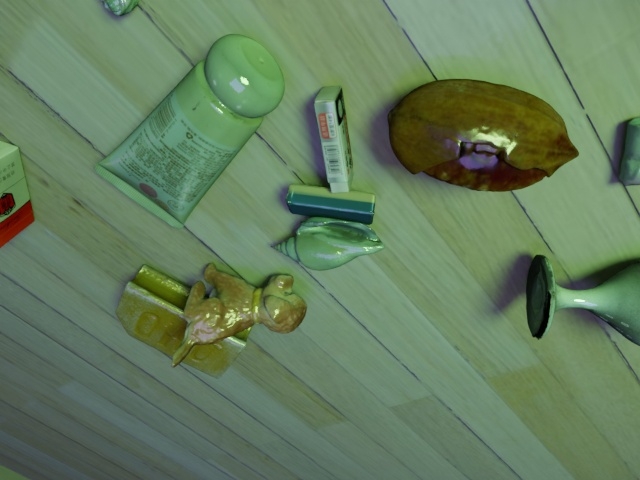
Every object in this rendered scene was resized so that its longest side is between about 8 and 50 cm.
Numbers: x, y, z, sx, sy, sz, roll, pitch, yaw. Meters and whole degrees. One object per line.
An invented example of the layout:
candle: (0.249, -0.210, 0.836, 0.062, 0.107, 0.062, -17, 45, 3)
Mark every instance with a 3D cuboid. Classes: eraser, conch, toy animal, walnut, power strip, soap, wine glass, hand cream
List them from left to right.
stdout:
soap: (-0.258, 0.157, 0.789, 0.232, 0.073, 0.140, 31, 123, -11)
hand cream: (-0.168, -0.124, 0.538, 0.147, 0.093, 0.306, 39, 127, -24)
toy animal: (-0.121, 0.134, 0.671, 0.185, 0.184, 0.104, 10, 136, 5)
conch: (0.003, -0.002, 0.612, 0.180, 0.065, 0.088, -6, 117, 23)
power strip: (0.013, -0.050, 0.576, 0.123, 0.032, 0.056, 8, 167, 6)
eraser: (0.019, -0.123, 0.520, 0.029, 0.052, 0.122, -1, 128, 15)
walnut: (0.174, -0.112, 0.459, 0.207, 0.116, 0.116, 10, 129, 4)
wine glass: (0.406, 0.082, 0.548, 0.241, 0.126, 0.126, 4, 128, 13)

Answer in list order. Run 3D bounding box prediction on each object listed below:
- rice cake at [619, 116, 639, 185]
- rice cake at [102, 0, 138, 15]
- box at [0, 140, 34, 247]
rice cake: (0.450, -0.107, 0.443, 0.221, 0.042, 0.080, -7, 124, 17)
rice cake: (-0.257, -0.340, 0.426, 0.033, 0.033, 0.208, -13, 123, 19)
box: (-0.510, -0.066, 0.654, 0.048, 0.100, 0.152, 22, 129, -1)
